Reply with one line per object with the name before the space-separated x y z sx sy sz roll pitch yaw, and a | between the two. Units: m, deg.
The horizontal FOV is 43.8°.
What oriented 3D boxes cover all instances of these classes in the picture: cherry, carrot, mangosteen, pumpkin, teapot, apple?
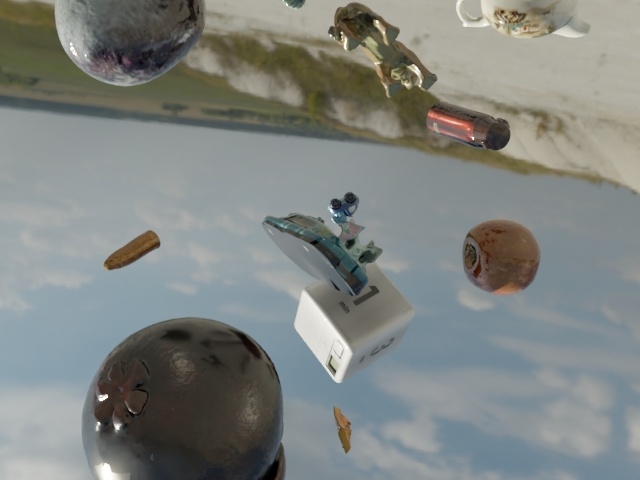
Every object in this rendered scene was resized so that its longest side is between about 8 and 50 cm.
cherry | -0.334 -0.408 1.404 0.255 0.296 0.218 29 152 -4
carrot | -0.409 0.028 1.704 0.048 0.048 0.139 13 -144 38
mangosteen | -0.181 0.278 1.177 0.307 0.307 0.347 13 158 39
pumpkin | 0.057 0.455 1.920 0.035 0.101 0.073 -13 -142 5
teapot | 0.448 -0.523 1.758 0.298 0.204 0.139 15 150 21
apple | 0.417 0.040 1.848 0.168 0.181 0.181 -1 -170 -20

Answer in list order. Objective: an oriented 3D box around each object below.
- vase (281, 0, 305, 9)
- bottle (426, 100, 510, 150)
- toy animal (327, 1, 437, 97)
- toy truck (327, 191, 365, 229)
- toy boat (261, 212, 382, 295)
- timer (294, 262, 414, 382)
vase | -0.012 -0.450 1.338 0.081 0.081 0.149 0 161 -44
bottle | 0.233 -0.178 1.242 0.060 0.060 0.164 3 -163 -26
toy animal | 0.104 -0.354 1.466 0.312 0.097 0.157 33 -164 -45
toy truck | 0.061 -0.057 1.741 0.073 0.090 0.056 -25 -177 -1
toy boat | 0.000 0.000 1.387 0.134 0.092 0.299 48 170 -26
timer | 0.076 0.184 1.870 0.195 0.192 0.194 -29 -115 -26
